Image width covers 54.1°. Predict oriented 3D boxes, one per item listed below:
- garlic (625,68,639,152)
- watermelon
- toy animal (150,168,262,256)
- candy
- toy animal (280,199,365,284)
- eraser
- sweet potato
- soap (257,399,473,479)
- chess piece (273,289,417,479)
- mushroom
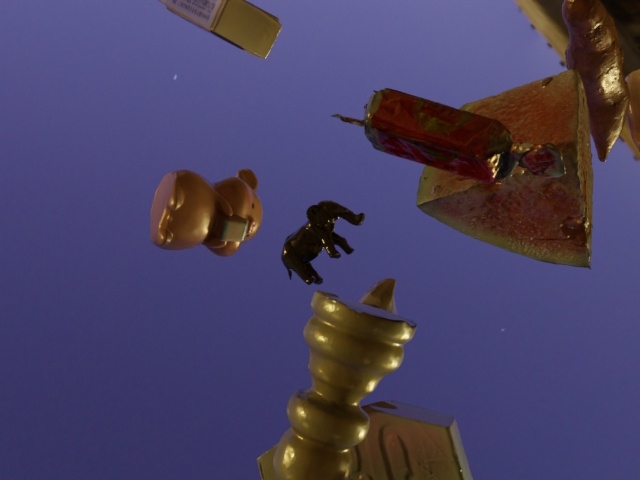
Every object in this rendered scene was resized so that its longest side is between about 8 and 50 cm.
[{"bbox_3d":[0.739,-0.282,1.370,0.217,0.110,0.228,33,-126,-35],"label":"garlic"},{"bbox_3d":[0.280,-0.107,0.875,0.261,0.201,0.213,14,-115,6],"label":"watermelon"},{"bbox_3d":[-0.232,-0.062,1.325,0.256,0.195,0.213,12,-167,-35],"label":"toy animal"},{"bbox_3d":[0.133,-0.118,0.712,0.292,0.086,0.059,22,-101,27],"label":"candy"},{"bbox_3d":[0.000,-0.002,1.548,0.245,0.114,0.146,-40,-111,-1],"label":"toy animal"},{"bbox_3d":[-0.197,-0.432,1.188,0.124,0.081,0.279,17,-164,-42],"label":"eraser"},{"bbox_3d":[0.479,-0.297,1.092,0.354,0.095,0.106,56,-128,-42],"label":"sweet potato"},{"bbox_3d":[0.097,0.509,1.403,0.156,0.446,0.261,22,-128,-69],"label":"soap"},{"bbox_3d":[0.024,0.262,1.032,0.182,0.182,0.330,19,-91,-18],"label":"chess piece"},{"bbox_3d":[0.084,0.274,1.500,0.126,0.177,0.397,15,-135,17],"label":"mushroom"}]
